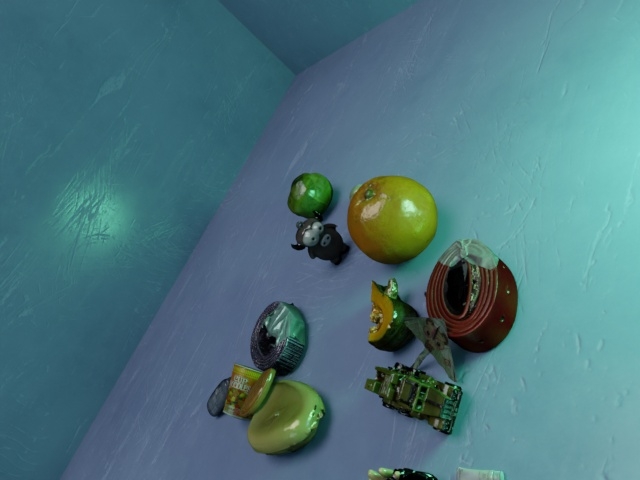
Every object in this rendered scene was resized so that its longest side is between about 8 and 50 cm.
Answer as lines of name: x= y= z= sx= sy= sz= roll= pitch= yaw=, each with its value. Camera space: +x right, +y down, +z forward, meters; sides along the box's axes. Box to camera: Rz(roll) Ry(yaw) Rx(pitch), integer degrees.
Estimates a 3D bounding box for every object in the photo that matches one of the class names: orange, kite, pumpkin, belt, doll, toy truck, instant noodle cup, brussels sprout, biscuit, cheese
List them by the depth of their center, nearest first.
toy truck: x=0.241 y=0.400 z=1.195 sx=0.257 sy=0.127 sz=0.127 roll=5 pitch=72 yaw=53
kite: x=0.288 y=0.296 z=1.239 sx=0.229 sy=0.012 sz=0.250 roll=54 pitch=144 yaw=36
belt: x=0.408 y=0.139 z=1.260 sx=0.227 sy=0.115 sz=0.324 roll=-27 pitch=37 yaw=37
pumpkin: x=0.231 y=0.217 z=1.425 sx=0.126 sy=0.130 sz=0.248 roll=-38 pitch=36 yaw=41
cheese: x=-0.109 y=0.586 z=1.520 sx=0.315 sy=0.128 sz=0.260 roll=-14 pitch=45 yaw=47
orange: x=0.240 y=-0.074 z=1.558 sx=0.312 sy=0.312 sz=0.312 roll=-36 pitch=33 yaw=28
biscuit: x=-0.229 y=0.548 z=1.637 sx=0.221 sy=0.028 sz=0.142 roll=-54 pitch=14 yaw=18
instant noodle cup: x=-0.291 y=0.587 z=1.774 sx=0.168 sy=0.168 sz=0.185 roll=-4 pitch=62 yaw=54
belt: x=-0.174 y=0.389 z=1.836 sx=0.260 sy=0.122 sz=0.325 roll=-53 pitch=28 yaw=10
doll: x=0.000 y=0.000 z=1.862 sx=0.182 sy=0.257 sz=0.117 roll=-56 pitch=36 yaw=-7
brussels sprout: x=-0.051 y=-0.228 z=2.247 sx=0.271 sy=0.209 sz=0.220 roll=-109 pitch=37 yaw=-70

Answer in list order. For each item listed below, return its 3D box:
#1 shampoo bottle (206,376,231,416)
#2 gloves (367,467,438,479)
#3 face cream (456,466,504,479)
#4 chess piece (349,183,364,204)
shampoo bottle: x=-0.407 y=0.642 z=1.897 sx=0.087 sy=0.049 sz=0.234 roll=56 pitch=129 yaw=29
gloves: x=0.193 y=0.598 z=1.064 sx=0.164 sy=0.124 sz=0.203 roll=-44 pitch=23 yaw=-22
face cream: x=0.351 y=0.525 z=1.019 sx=0.115 sy=0.020 sz=0.038 roll=-26 pitch=39 yaw=44
chess piece: x=0.181 y=-0.147 z=1.902 sx=0.144 sy=0.144 sz=0.251 roll=-40 pitch=25 yaw=23
